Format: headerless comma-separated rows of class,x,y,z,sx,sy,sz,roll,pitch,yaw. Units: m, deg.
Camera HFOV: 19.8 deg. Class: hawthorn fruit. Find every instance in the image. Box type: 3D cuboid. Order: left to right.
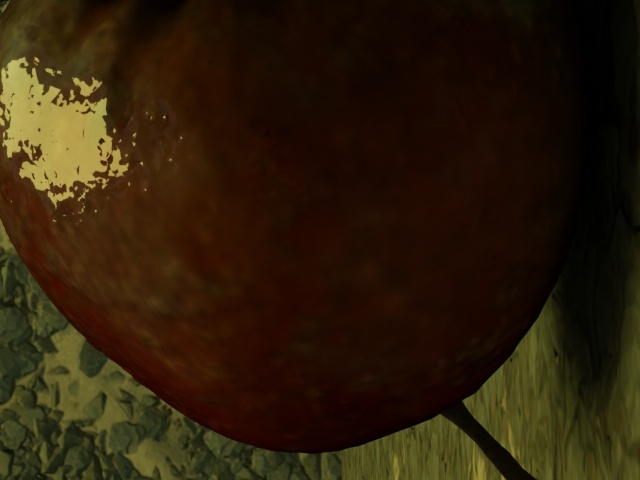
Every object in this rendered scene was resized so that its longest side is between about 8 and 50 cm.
hawthorn fruit,-0.018,-0.027,0.705,0.231,0.235,0.263,-20,-53,-64
